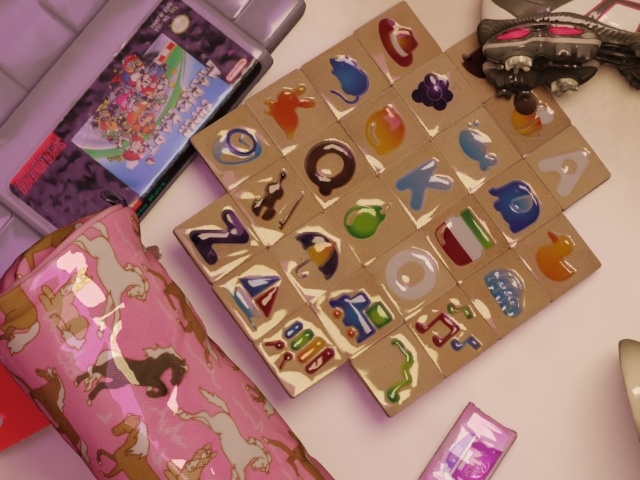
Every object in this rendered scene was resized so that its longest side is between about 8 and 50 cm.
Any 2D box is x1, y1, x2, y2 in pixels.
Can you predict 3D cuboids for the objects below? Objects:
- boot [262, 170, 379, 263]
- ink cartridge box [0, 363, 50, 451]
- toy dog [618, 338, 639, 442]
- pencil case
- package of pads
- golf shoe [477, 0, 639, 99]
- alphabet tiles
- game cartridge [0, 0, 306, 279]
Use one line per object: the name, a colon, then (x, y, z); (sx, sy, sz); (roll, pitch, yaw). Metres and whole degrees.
boot: (0.000, 0.000, 1.594); (0.099, 0.045, 0.121); (-1, 87, 1)
ink cartridge box: (-0.337, 0.085, 1.548); (0.181, 0.056, 0.225); (-29, 85, 9)
toy dog: (0.444, 0.143, 1.408); (0.408, 0.395, 0.284); (-14, 72, 6)
pencil case: (-0.099, 0.152, 1.482); (0.167, 0.160, 0.386); (-40, 93, -27)
package of pads: (0.122, 0.180, 1.570); (0.050, 0.032, 0.083); (33, 82, 6)
golf shoe: (0.268, -0.186, 1.599); (0.273, 0.105, 0.120); (3, 66, -5)
alphabet tiles: (0.064, -0.031, 1.584); (0.342, 0.011, 0.285); (-34, 82, -16)
game cartridge: (-0.203, -0.131, 1.610); (0.230, 0.068, 0.355); (38, 82, 10)
